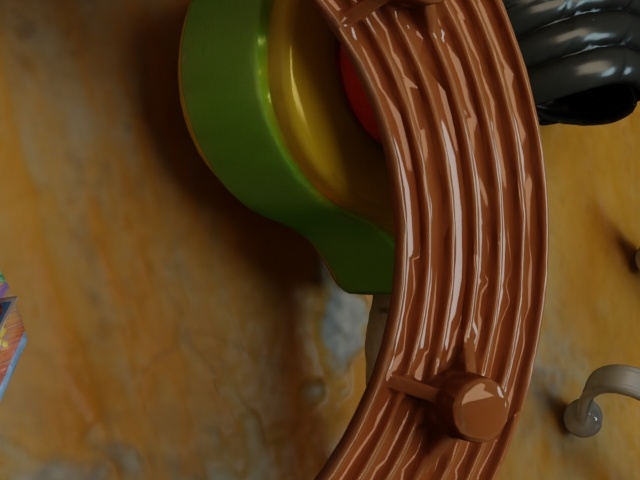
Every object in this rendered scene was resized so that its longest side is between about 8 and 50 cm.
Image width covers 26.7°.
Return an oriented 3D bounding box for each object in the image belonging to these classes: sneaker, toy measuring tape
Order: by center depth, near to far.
[{"bbox_3d":[0.000,0.000,0.487,0.121,0.121,0.330,10,83,-40],"label":"toy measuring tape"},{"bbox_3d":[0.143,-0.138,0.655,0.296,0.104,0.147,-24,97,-37],"label":"sneaker"}]

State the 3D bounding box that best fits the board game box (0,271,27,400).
[{"bbox_3d":[-0.149,0.042,0.381,0.133,0.033,0.168,37,56,-30],"label":"board game box"}]

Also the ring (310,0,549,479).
[{"bbox_3d":[-0.067,0.005,0.374,0.337,0.032,0.336,-2,95,-27],"label":"ring"}]

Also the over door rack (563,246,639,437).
[{"bbox_3d":[0.243,0.166,0.635,0.324,0.108,0.239,36,55,-5],"label":"over door rack"}]
